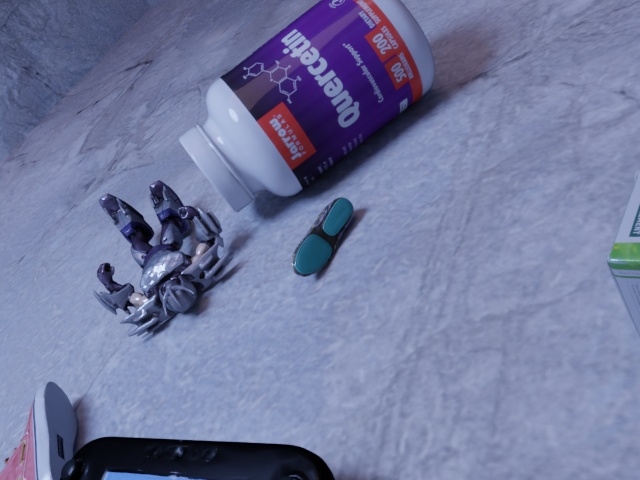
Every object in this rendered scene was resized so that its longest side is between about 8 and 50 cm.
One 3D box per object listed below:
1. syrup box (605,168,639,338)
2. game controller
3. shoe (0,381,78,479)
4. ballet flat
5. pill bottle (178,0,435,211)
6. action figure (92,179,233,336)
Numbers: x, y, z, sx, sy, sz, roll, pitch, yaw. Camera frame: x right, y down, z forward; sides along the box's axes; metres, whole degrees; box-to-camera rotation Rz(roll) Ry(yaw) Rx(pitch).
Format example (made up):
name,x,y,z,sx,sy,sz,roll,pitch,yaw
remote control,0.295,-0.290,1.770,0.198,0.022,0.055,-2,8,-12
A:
name,x,y,z,sx,sy,sz,roll,pitch,yaw
syrup box,0.309,0.011,0.377,0.236,0.096,0.093,0,47,45
game controller,-0.129,0.245,0.524,0.319,0.067,0.166,-11,40,36
shoe,-0.319,0.236,0.717,0.081,0.063,0.178,-32,36,-3
ballet flat,0.000,0.000,0.747,0.041,0.041,0.114,4,50,46
pill bottle,-0.021,-0.183,0.858,0.323,0.181,0.181,-38,32,-2
action figure,-0.221,0.015,0.879,0.185,0.099,0.285,-30,36,-6
